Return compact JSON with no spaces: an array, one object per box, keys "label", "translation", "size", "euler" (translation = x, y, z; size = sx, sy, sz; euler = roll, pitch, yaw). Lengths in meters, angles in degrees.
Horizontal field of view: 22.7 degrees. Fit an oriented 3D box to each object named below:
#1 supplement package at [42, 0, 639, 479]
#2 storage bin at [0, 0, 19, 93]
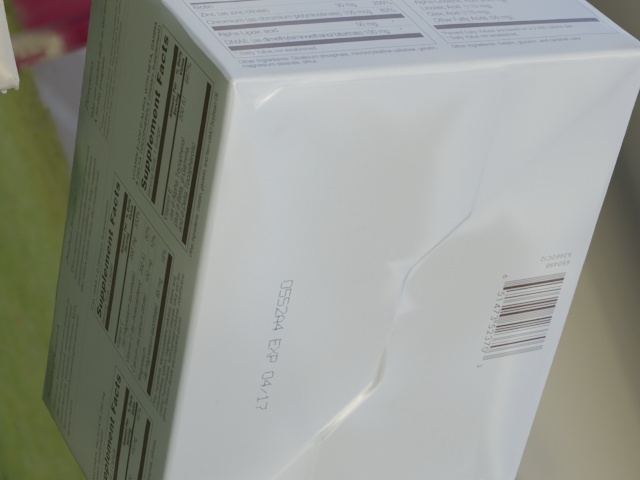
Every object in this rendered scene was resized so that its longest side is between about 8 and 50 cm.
[{"label":"supplement package","translation":[0.000,0.000,0.742],"size":[0.145,0.204,0.262],"euler":[50,-42,44]},{"label":"storage bin","translation":[-0.316,-0.200,0.959],"size":[0.260,0.123,0.262],"euler":[7,-68,46]}]
